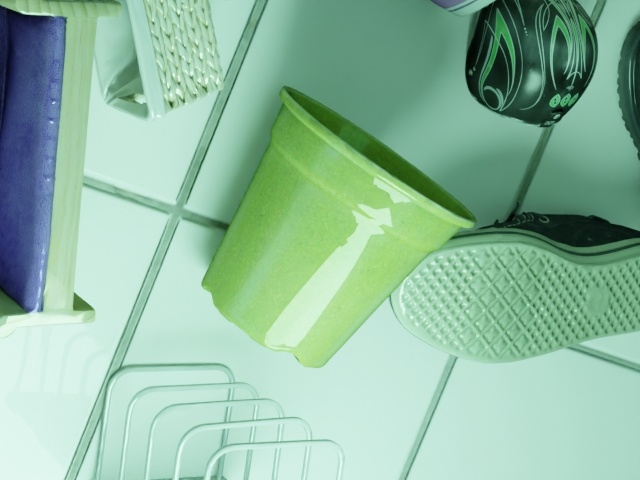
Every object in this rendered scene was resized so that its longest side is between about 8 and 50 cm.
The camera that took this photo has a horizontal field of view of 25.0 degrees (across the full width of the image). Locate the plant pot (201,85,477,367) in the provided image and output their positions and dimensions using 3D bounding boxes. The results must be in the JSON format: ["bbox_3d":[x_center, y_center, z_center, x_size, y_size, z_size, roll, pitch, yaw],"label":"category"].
[{"bbox_3d":[0.000,0.000,1.702,0.276,0.276,0.254,27,102,-36],"label":"plant pot"}]

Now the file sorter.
[{"bbox_3d":[-0.123,0.269,1.682,0.193,0.277,0.173,2,103,-33],"label":"file sorter"}]

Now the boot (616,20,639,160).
[{"bbox_3d":[0.618,-0.104,1.928,0.146,0.445,0.367,-32,121,-20],"label":"boot"}]

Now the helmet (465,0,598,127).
[{"bbox_3d":[0.274,-0.246,1.844,0.169,0.169,0.161,-5,126,-32],"label":"helmet"}]

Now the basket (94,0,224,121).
[{"bbox_3d":[-0.183,-0.229,1.575,0.103,0.113,0.167,-22,117,-30],"label":"basket"}]

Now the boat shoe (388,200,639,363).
[{"bbox_3d":[0.277,0.050,1.938,0.500,0.156,0.187,-3,114,-36],"label":"boat shoe"}]

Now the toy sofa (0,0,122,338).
[{"bbox_3d":[-0.328,-0.091,1.503,0.177,0.150,0.362,-2,107,-34],"label":"toy sofa"}]

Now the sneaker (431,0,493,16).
[{"bbox_3d":[0.191,-0.369,1.685,0.161,0.282,0.102,30,52,-27],"label":"sneaker"}]
